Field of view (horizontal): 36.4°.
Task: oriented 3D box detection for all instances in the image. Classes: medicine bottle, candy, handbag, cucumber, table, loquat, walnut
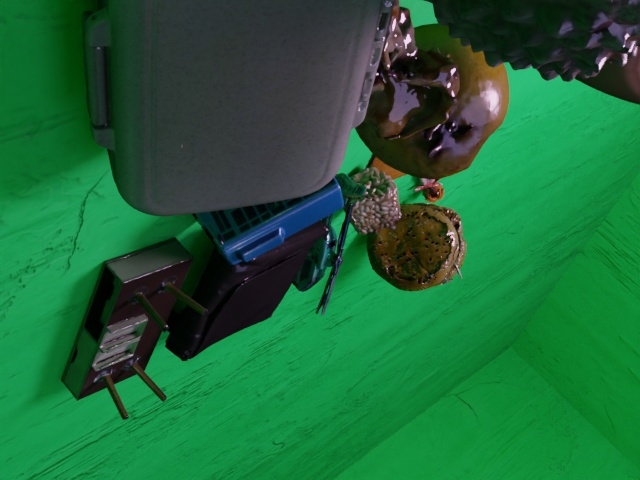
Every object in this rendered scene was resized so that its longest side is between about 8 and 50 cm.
[{"bbox_3d":[-0.079,-0.177,0.913,0.282,0.123,0.375,-10,147,-17],"label":"medicine bottle"},{"bbox_3d":[0.081,-0.064,1.577,0.095,0.085,0.110,-25,148,4],"label":"candy"},{"bbox_3d":[-0.113,0.056,1.441,0.223,0.080,0.247,-55,163,28],"label":"handbag"},{"bbox_3d":[-0.207,0.132,1.478,0.036,0.033,0.184,-23,161,9],"label":"cucumber"},{"bbox_3d":[-0.240,0.130,1.297,0.121,0.111,0.240,-22,149,-45],"label":"table"},{"bbox_3d":[0.152,-0.182,1.296,0.213,0.213,0.213,-38,158,-18],"label":"loquat"},{"bbox_3d":[0.031,-0.210,1.122,0.204,0.141,0.238,-30,141,17],"label":"walnut"}]

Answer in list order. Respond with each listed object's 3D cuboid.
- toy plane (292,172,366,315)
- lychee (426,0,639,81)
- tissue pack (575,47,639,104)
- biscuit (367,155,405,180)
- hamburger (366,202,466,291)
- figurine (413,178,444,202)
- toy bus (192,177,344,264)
[{"bbox_3d":[0.000,0.000,1.538,0.060,0.096,0.235,-18,129,-55],"label":"toy plane"},{"bbox_3d":[0.216,-0.351,0.876,0.380,0.432,0.380,-9,153,-5],"label":"lychee"},{"bbox_3d":[0.445,-0.389,1.410,0.267,0.277,0.387,-51,161,-4],"label":"tissue pack"},{"bbox_3d":[0.173,-0.186,1.623,0.237,0.013,0.232,-24,152,-41],"label":"biscuit"},{"bbox_3d":[0.182,0.013,1.776,0.177,0.185,0.113,-54,164,11],"label":"hamburger"},{"bbox_3d":[0.202,-0.101,1.795,0.064,0.047,0.109,-25,156,6],"label":"figurine"},{"bbox_3d":[-0.069,-0.048,1.259,0.184,0.106,0.090,-28,164,-3],"label":"toy bus"}]
